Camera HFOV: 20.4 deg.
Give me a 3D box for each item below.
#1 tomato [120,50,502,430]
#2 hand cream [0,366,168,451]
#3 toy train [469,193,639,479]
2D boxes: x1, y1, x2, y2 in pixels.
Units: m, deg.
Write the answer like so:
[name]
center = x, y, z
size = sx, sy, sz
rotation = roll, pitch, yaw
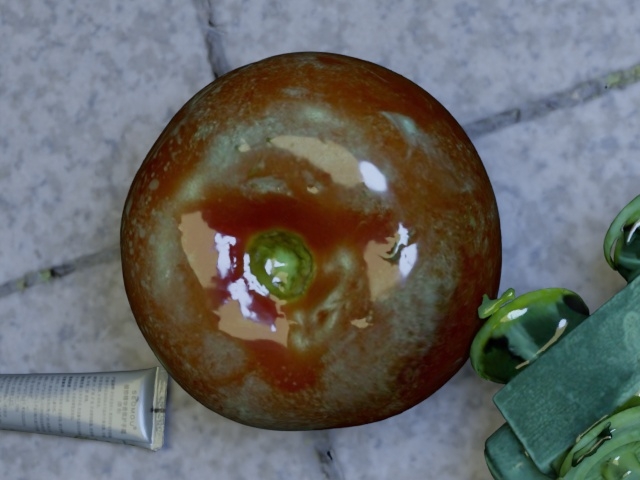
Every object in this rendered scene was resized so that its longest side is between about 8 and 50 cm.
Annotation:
[tomato]
center = 0.000, 0.000, 1.267
size = 0.270, 0.222, 0.270
rotation = 3, 103, 14
[hand cream]
center = -0.215, 0.131, 1.419
size = 0.195, 0.042, 0.067
rotation = 2, 76, 13
[toy train]
center = 0.235, 0.084, 1.189
size = 0.272, 0.188, 0.159
rotation = -41, 51, 12
